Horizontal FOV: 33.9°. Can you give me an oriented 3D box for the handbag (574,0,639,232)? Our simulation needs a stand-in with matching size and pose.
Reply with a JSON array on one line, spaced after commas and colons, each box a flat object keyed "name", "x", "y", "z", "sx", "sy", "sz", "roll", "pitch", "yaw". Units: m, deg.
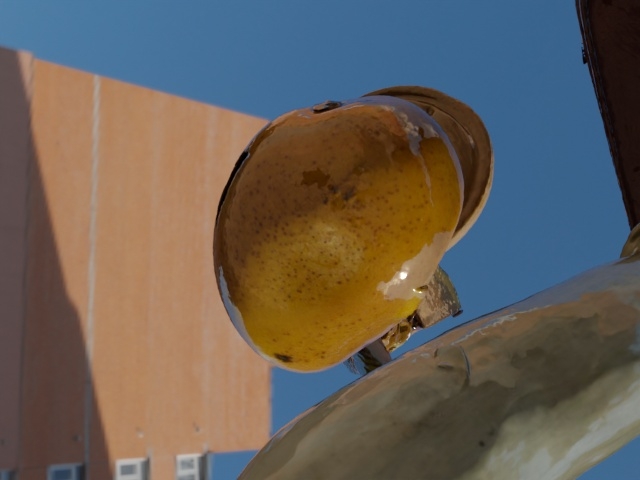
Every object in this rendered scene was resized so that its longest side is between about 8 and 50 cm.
[{"name": "handbag", "x": 0.327, "y": -0.103, "z": 0.700, "sx": 0.275, "sy": 0.084, "sz": 0.260, "roll": -16, "pitch": -81, "yaw": 14}]

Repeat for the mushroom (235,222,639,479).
[{"name": "mushroom", "x": 0.072, "y": 0.057, "z": 0.358, "sx": 0.223, "sy": 0.092, "sz": 0.081, "roll": -32, "pitch": -131, "yaw": -13}]

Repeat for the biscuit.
[{"name": "biscuit", "x": 0.038, "y": -0.057, "z": 1.091, "sx": 0.288, "sy": 0.044, "sz": 0.202, "roll": -14, "pitch": -113, "yaw": 13}]

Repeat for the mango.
[{"name": "mango", "x": 0.000, "y": 0.000, "z": 0.919, "sx": 0.160, "sy": 0.191, "sz": 0.290, "roll": -74, "pitch": -173, "yaw": -57}]

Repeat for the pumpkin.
[{"name": "pumpkin", "x": 0.089, "y": 0.073, "z": 1.331, "sx": 0.190, "sy": 0.280, "sz": 0.139, "roll": -29, "pitch": -89, "yaw": -10}]
